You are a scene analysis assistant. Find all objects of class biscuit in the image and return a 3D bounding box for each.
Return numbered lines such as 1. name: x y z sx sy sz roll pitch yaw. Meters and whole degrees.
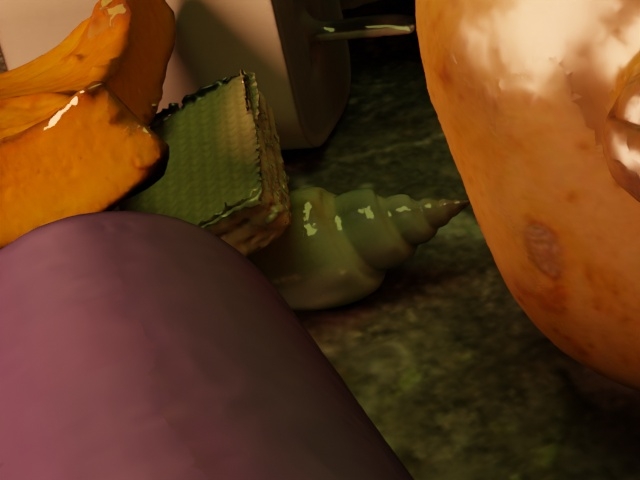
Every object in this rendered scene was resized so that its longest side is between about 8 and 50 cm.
1. biscuit: -0.127 0.009 0.842 0.250 0.046 0.147 -30 30 9

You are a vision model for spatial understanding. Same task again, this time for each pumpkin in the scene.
1. pumpkin: -0.212 -0.043 0.795 0.290 0.095 0.258 -14 19 0

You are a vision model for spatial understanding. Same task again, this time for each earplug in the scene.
1. earplug: -0.049 0.133 0.552 0.215 0.215 0.456 -22 31 -7

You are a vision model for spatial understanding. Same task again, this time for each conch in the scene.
1. conch: -0.003 -0.004 0.843 0.180 0.065 0.088 -12 35 17

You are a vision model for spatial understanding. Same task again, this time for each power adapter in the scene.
1. power adapter: -0.066 -0.148 0.964 0.255 0.187 0.124 -2 29 20

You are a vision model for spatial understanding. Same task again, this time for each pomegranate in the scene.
1. pomegranate: 0.190 -0.080 0.634 0.342 0.342 0.342 -11 34 8

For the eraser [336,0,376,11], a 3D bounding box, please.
1. eraser: 0.077 -0.263 1.040 0.331 0.150 0.331 -21 17 7
